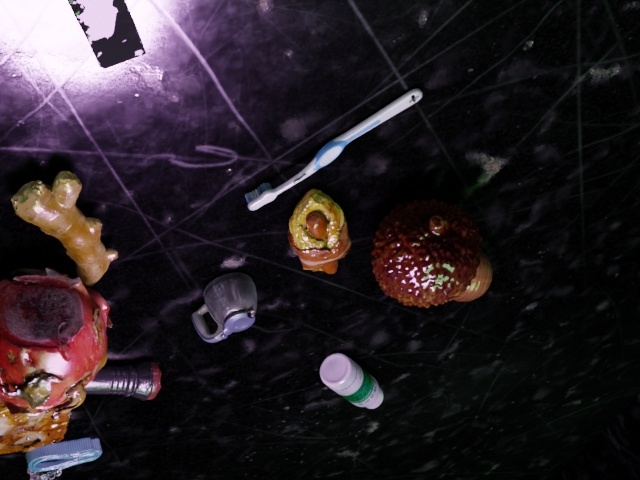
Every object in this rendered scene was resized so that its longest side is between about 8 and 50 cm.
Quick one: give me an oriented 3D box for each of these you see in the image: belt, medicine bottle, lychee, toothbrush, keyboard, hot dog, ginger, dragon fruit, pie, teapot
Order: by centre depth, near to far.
[{"bbox_3d":[-0.309,-0.325,1.206,0.074,0.015,0.196,-24,146,-6],"label":"keyboard"},{"bbox_3d":[-0.437,-0.014,1.499,0.118,0.065,0.299,-16,147,-3],"label":"ginger"},{"bbox_3d":[-0.515,0.204,1.573,0.250,0.269,0.291,7,143,-16],"label":"dragon fruit"},{"bbox_3d":[0.024,-0.165,1.583,0.386,0.040,0.040,-31,144,11],"label":"toothbrush"},{"bbox_3d":[0.004,0.002,1.743,0.123,0.093,0.261,-23,145,1],"label":"hot dog"},{"bbox_3d":[0.217,0.031,1.789,0.235,0.236,0.271,-13,159,-15],"label":"lychee"},{"bbox_3d":[-0.199,0.143,1.799,0.149,0.108,0.111,-18,143,-9],"label":"teapot"},{"bbox_3d":[-0.682,0.399,1.882,0.308,0.085,0.308,-19,149,-12],"label":"pie"},{"bbox_3d":[-0.631,0.538,2.115,0.179,0.065,0.100,-7,132,-21],"label":"belt"},{"bbox_3d":[0.090,0.383,2.293,0.095,0.095,0.260,-31,146,10],"label":"medicine bottle"}]

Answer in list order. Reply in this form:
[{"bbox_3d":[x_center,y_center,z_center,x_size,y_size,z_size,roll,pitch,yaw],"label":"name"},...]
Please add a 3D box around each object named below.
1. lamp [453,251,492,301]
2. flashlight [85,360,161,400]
[{"bbox_3d":[0.331,0.076,1.989,0.136,0.136,0.136,-15,144,-11],"label":"lamp"},{"bbox_3d":[-0.472,0.306,1.889,0.232,0.093,0.093,7,135,-29],"label":"flashlight"}]
